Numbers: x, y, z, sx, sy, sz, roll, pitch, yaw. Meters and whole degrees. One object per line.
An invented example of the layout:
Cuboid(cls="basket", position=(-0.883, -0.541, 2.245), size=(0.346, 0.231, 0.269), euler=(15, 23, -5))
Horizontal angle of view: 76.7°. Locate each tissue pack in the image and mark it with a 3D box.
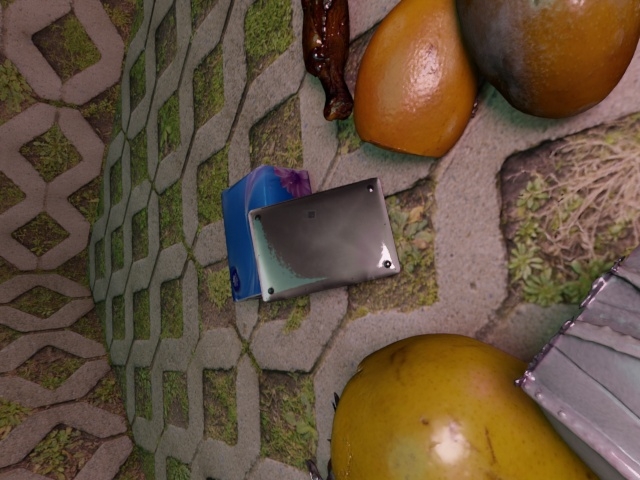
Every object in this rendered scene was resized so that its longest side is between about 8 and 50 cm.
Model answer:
Cuboid(cls="tissue pack", position=(-0.112, -0.008, 0.899), size=(0.198, 0.146, 0.264), euler=(-21, 75, 47))

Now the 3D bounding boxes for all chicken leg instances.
Cuboid(cls="chicken leg", position=(0.018, -0.391, 0.778), size=(0.158, 0.095, 0.408), euler=(122, 146, -70))

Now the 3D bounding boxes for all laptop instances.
Cuboid(cls="laptop", position=(0.000, 0.000, 0.761), size=(0.268, 0.015, 0.188), euler=(-14, 79, 10))

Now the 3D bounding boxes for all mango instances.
Cuboid(cls="mango", position=(0.148, -0.265, 0.622), size=(0.187, 0.138, 0.257), euler=(19, 110, 34))
Cuboid(cls="mango", position=(0.238, -0.292, 0.464), size=(0.317, 0.146, 0.193), euler=(61, 171, -8))

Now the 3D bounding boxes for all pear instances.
Cuboid(cls="pear", position=(0.179, 0.269, 0.515), size=(0.336, 0.285, 0.285), euler=(26, 114, 2))

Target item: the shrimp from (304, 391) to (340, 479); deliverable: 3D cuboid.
Cuboid(cls="shrimp", position=(0.035, 0.469, 0.715), size=(0.137, 0.171, 0.373), euler=(-32, 74, 49))

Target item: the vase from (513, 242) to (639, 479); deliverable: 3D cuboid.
Cuboid(cls="vase", position=(0.391, 0.184, 0.274), size=(0.445, 0.249, 0.250), euler=(41, 119, 31))
